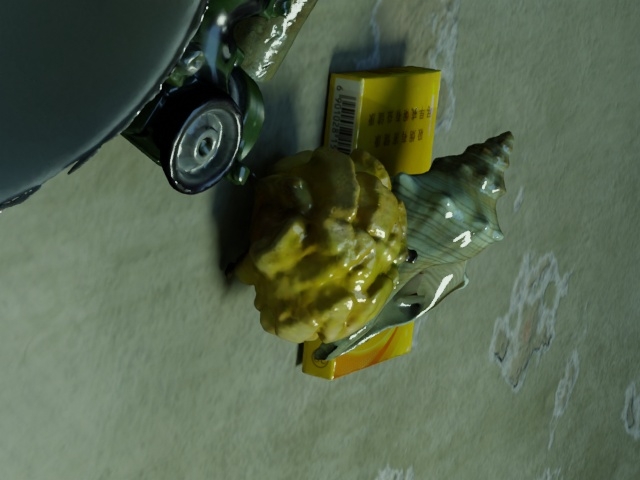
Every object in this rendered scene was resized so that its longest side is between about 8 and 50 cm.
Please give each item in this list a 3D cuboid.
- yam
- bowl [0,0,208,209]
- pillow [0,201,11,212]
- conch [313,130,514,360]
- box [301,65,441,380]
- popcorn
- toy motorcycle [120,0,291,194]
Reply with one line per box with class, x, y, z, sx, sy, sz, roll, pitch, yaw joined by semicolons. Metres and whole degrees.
yam;-0.028;-0.185;1.461;0.132;0.054;0.054;-58;162;24
bowl;-0.233;-0.169;0.926;0.345;0.345;0.157;66;-1;-51
pillow;-0.224;-0.077;1.144;0.270;0.067;0.173;-50;138;-45
conch;0.084;-0.004;1.671;0.137;0.114;0.234;13;125;-49
box;0.046;-0.019;1.734;0.152;0.043;0.269;-11;111;-58
popcorn;0.000;0.000;1.556;0.148;0.152;0.167;125;-23;-45
toy motorcycle;-0.074;-0.173;1.330;0.275;0.127;0.205;-66;149;-10
